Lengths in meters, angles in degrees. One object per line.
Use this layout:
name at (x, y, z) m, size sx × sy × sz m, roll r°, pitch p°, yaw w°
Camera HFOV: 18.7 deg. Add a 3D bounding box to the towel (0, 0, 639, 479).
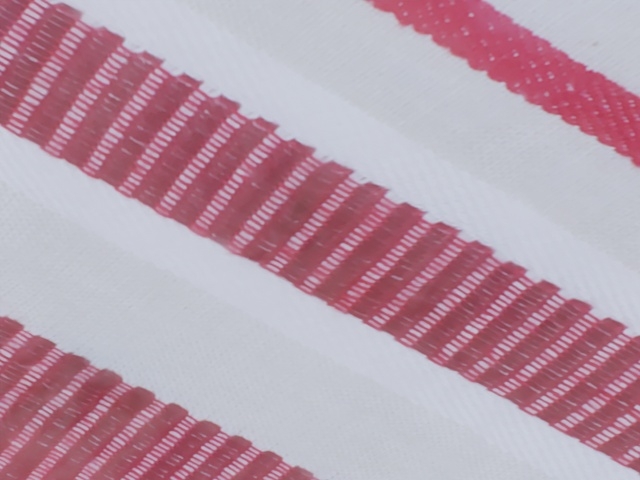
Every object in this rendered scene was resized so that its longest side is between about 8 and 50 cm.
towel at (0.000, 0.000, 0.389) m, size 0.237 × 0.037 × 0.329 m, roll 30°, pitch 134°, yaw -20°
